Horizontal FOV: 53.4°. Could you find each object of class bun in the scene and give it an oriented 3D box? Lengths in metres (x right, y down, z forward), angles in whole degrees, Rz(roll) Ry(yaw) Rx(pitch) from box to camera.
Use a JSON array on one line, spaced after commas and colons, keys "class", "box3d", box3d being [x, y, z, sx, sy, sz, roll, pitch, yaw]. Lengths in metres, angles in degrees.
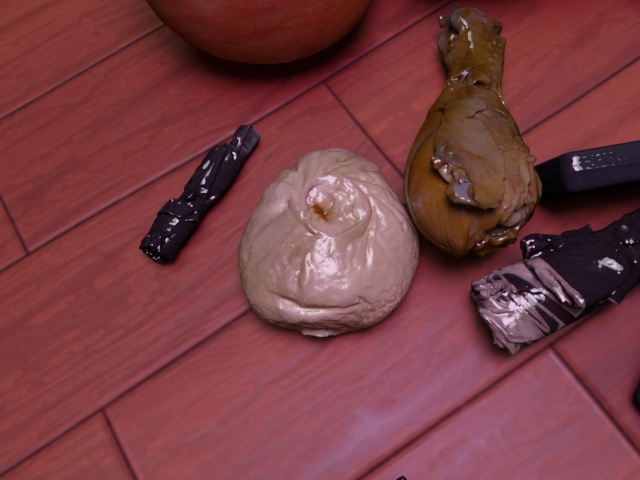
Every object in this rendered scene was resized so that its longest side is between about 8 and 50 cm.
[{"class": "bun", "box3d": [0.000, 0.000, 0.784, 0.244, 0.153, 0.243, -4, 65, 9]}]

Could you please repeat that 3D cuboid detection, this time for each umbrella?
[{"class": "umbrella", "box3d": [0.344, 0.011, 0.738, 0.358, 0.106, 0.113, -27, 59, 3]}, {"class": "umbrella", "box3d": [-0.163, -0.071, 0.881, 0.066, 0.059, 0.235, 3, 54, 54]}]

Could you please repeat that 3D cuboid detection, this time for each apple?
[{"class": "apple", "box3d": [-0.084, -0.441, 0.857, 0.347, 0.391, 0.391, 5, 68, 10]}]

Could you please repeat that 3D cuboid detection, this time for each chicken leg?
[{"class": "chicken leg", "box3d": [0.193, -0.157, 0.821, 0.153, 0.201, 0.429, -27, 43, 43]}]

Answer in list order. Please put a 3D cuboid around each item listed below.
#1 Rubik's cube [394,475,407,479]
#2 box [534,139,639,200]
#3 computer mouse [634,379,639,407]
[{"class": "Rubik's cube", "box3d": [0.075, 0.315, 0.668, 0.092, 0.092, 0.092, -32, 67, -8]}, {"class": "box", "box3d": [0.387, -0.093, 0.778, 0.231, 0.160, 0.050, -9, 89, 2]}, {"class": "computer mouse", "box3d": [0.438, 0.127, 0.683, 0.122, 0.073, 0.217, 33, 97, 36]}]
